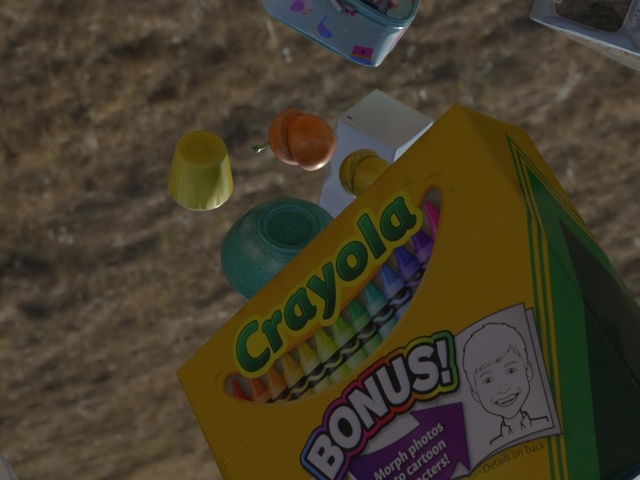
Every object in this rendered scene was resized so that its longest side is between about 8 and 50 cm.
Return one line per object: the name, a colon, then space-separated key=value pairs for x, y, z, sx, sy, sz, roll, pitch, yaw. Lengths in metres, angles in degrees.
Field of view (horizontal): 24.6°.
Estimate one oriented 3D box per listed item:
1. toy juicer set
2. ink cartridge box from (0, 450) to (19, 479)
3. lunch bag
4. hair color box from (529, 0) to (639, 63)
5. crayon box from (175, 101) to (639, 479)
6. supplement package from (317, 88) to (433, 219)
toy juicer set: x=0.000 y=0.000 z=1.483 sx=0.209 sy=0.329 sz=0.089 roll=-22 pitch=147 yaw=-21
ink cartridge box: x=-0.311 y=0.320 z=1.338 sx=0.119 sy=0.353 sz=0.207 roll=-31 pitch=180 yaw=-31
lunch bag: x=0.032 y=-0.380 z=2.089 sx=0.224 sy=0.279 sz=0.108 roll=32 pitch=126 yaw=-9
hair color box: x=0.326 y=-0.250 z=1.358 sx=0.113 sy=0.185 sz=0.374 roll=24 pitch=-171 yaw=23
crayon box: x=0.081 y=0.130 z=1.156 sx=0.363 sy=0.313 sz=0.106 roll=-44 pitch=150 yaw=26
supplement package: x=0.077 y=-0.106 z=2.108 sx=0.105 sy=0.105 sz=0.179 roll=-39 pitch=151 yaw=-42
